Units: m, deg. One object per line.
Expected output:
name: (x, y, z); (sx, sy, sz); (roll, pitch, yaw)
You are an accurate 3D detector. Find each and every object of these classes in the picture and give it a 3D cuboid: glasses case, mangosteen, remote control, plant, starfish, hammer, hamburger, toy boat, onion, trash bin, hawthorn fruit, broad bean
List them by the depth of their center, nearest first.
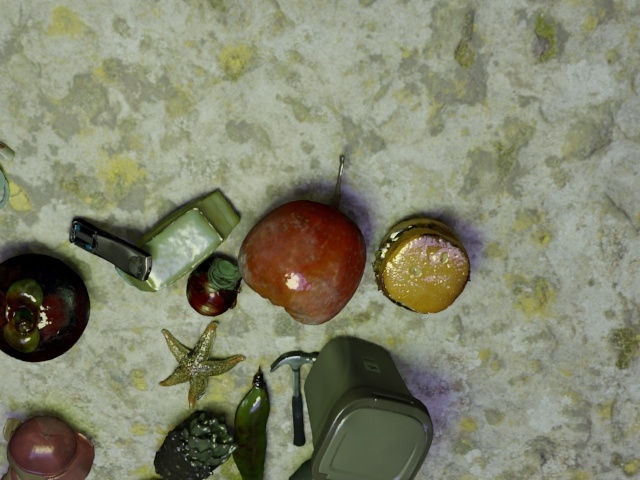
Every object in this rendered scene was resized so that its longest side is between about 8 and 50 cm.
hawthorn fruit: (-0.016, 0.037, 1.685); (0.263, 0.231, 0.235); (-23, 125, 17)
glasses case: (-0.616, -0.177, 1.694); (0.083, 0.032, 0.021); (34, 116, -15)
remote control: (-0.405, 0.016, 1.728); (0.212, 0.028, 0.059); (24, 108, 28)
mangosteen: (-0.557, 0.142, 1.750); (0.216, 0.216, 0.216); (0, 116, 0)
hamburger: (0.192, 0.050, 1.753); (0.191, 0.118, 0.182); (-37, 107, 13)
toy boat: (-0.286, 0.015, 1.756); (0.276, 0.084, 0.111); (-33, 107, 15)
onion: (-0.212, 0.098, 1.781); (0.118, 0.117, 0.119); (13, 123, 21)
trash bin: (0.079, 0.345, 1.808); (0.219, 0.250, 0.219); (18, 114, -21)
starfish: (-0.273, 0.251, 1.896); (0.176, 0.053, 0.208); (42, 103, -7)
plant: (-0.265, 0.443, 1.928); (0.129, 0.132, 0.194); (48, 122, 4)
hammer: (-0.056, 0.348, 1.948); (0.103, 0.029, 0.246); (0, 117, 0)
broad bean: (-0.153, 0.427, 1.965); (0.077, 0.061, 0.339); (-4, 118, -21)

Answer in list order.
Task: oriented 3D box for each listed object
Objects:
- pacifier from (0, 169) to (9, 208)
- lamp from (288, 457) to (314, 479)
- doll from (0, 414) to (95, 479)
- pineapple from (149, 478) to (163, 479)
pacifier: (-0.651, -0.077, 1.701); (0.126, 0.116, 0.150); (20, 113, -37)
lamp: (0.064, 0.521, 1.957); (0.314, 0.182, 0.182); (-38, 110, 6)
doll: (-0.600, 0.484, 1.944); (0.196, 0.152, 0.256); (11, 124, -22)
pineapple: (-0.298, 0.595, 2.022); (0.248, 0.128, 0.128); (-1, 116, -5)
